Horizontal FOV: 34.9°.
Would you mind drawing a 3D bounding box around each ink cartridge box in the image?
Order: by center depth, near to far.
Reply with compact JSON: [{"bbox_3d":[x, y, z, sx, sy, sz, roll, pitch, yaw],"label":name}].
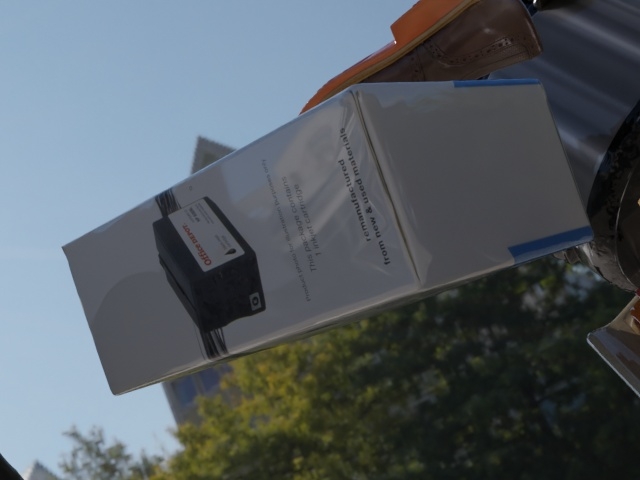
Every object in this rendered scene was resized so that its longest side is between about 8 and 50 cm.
[{"bbox_3d":[0.000,0.000,0.740,0.307,0.129,0.223,-22,-6,41],"label":"ink cartridge box"}]

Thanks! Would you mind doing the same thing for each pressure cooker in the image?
[{"bbox_3d":[0.400,-0.163,1.427,0.376,0.420,0.369,12,-68,-39],"label":"pressure cooker"}]

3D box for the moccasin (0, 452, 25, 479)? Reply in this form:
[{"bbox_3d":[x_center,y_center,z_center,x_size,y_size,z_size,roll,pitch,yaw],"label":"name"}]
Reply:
[{"bbox_3d":[-0.306,0.225,0.809,0.147,0.139,0.380,-19,-47,23],"label":"moccasin"}]

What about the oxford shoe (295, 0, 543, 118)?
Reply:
[{"bbox_3d":[0.087,-0.155,1.138,0.364,0.132,0.130,-36,4,45],"label":"oxford shoe"}]

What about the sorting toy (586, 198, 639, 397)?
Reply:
[{"bbox_3d":[0.247,0.017,0.573,0.047,0.347,0.196,41,-82,-18],"label":"sorting toy"}]
